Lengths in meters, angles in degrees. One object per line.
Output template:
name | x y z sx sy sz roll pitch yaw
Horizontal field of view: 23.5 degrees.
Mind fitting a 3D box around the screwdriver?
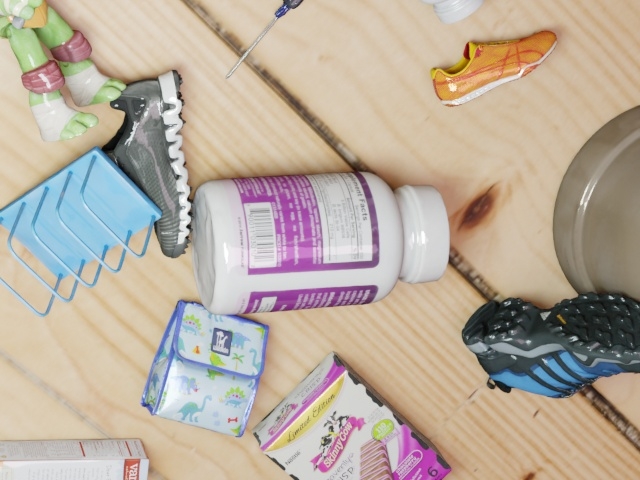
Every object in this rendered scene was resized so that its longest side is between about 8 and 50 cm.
screwdriver | -0.065 -0.265 1.892 0.170 0.024 0.025 -44 86 8

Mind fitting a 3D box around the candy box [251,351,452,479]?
candy box | 0.044 0.284 2.088 0.159 0.071 0.233 -45 115 2

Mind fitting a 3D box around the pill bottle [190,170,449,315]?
pill bottle | 0.000 0.000 1.921 0.301 0.169 0.169 -3 109 -16

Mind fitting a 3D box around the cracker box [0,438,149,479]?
cracker box | -0.345 0.338 1.984 0.232 0.067 0.155 2 109 -17

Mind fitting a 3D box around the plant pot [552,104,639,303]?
plant pot | 0.507 0.000 2.023 0.323 0.280 0.323 -5 109 -15

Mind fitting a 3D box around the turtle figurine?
turtle figurine | -0.286 -0.264 1.722 0.275 0.198 0.266 -25 116 -4

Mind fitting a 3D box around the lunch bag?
lunch bag | -0.144 0.163 1.978 0.129 0.096 0.151 18 88 -20

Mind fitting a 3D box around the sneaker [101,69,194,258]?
sneaker | -0.212 -0.089 1.876 0.106 0.078 0.234 -6 109 -9

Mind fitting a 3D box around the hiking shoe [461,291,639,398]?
hiking shoe | 0.340 0.147 2.042 0.113 0.304 0.132 -53 130 -34

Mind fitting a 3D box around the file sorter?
file sorter | -0.295 -0.004 1.824 0.170 0.104 0.118 -31 119 24

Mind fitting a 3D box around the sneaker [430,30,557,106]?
sneaker | 0.224 -0.232 1.971 0.175 0.064 0.067 -26 104 -10

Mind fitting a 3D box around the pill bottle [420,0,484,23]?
pill bottle | 0.136 -0.348 1.886 0.087 0.087 0.160 -38 116 -2
